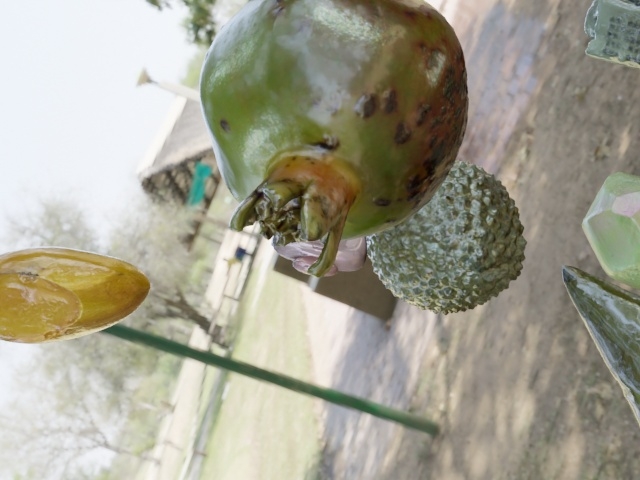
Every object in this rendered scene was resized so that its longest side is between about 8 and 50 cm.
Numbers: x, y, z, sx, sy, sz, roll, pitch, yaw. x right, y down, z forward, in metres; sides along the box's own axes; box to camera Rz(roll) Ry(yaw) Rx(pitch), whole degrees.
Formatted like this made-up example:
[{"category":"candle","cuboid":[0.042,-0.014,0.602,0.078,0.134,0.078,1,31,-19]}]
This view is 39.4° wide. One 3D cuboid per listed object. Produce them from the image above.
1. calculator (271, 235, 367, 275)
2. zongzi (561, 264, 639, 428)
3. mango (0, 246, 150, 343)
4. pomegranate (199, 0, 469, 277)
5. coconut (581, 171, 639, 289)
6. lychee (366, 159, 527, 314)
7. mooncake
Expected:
[{"category":"calculator","cuboid":[0.000,0.000,0.960,0.166,0.103,0.024,-82,5,-70]},{"category":"zongzi","cuboid":[0.304,0.215,0.679,0.160,0.360,0.323,110,-177,-80]},{"category":"mango","cuboid":[-0.404,0.084,1.452,0.187,0.256,0.138,99,170,-46]},{"category":"pomegranate","cuboid":[-0.004,-0.087,0.620,0.246,0.198,0.198,-32,-27,-51]},{"category":"coconut","cuboid":[0.620,-0.026,1.739,0.204,0.235,0.236,127,164,-67]},{"category":"lychee","cuboid":[0.202,-0.004,1.453,0.274,0.255,0.255,-112,43,-65]},{"category":"mooncake","cuboid":[0.532,-0.309,1.274,0.250,0.254,0.136,-29,-46,-46]}]
